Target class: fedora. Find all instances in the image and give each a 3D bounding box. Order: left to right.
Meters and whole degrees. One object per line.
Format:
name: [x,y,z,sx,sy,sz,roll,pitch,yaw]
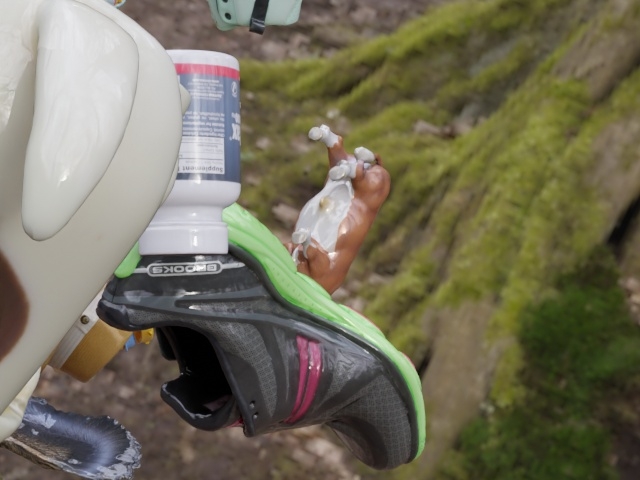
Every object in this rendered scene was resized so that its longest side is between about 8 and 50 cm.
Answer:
fedora: [-0.303,0.127,1.976,0.079,0.194,0.194,38,9,-5]

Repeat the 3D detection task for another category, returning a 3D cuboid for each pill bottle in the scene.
pill bottle: [-0.125,-0.076,1.341,0.108,0.180,0.108,-1,-2,0]

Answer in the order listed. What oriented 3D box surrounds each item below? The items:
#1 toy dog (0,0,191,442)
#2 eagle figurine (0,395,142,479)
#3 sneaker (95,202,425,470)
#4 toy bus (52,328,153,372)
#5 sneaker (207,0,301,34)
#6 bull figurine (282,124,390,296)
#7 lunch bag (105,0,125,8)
toy dog: [-0.239,0.050,0.811,0.284,0.408,0.395,31,-6,-41]
eagle figurine: [-0.398,0.263,1.821,0.298,0.226,0.225,41,35,4]
sneaker: [-0.065,0.126,1.574,0.185,0.202,0.483,15,-21,50]
toy bus: [-0.308,0.097,2.258,0.211,0.220,0.149,9,-19,-11]
sneaker: [-0.132,-0.284,1.460,0.256,0.151,0.094,14,30,7]
bull figurine: [0.000,0.000,2.005,0.101,0.310,0.188,14,-21,27]
lunch bag: [-0.346,-0.389,1.753,0.108,0.279,0.224,-10,13,27]
